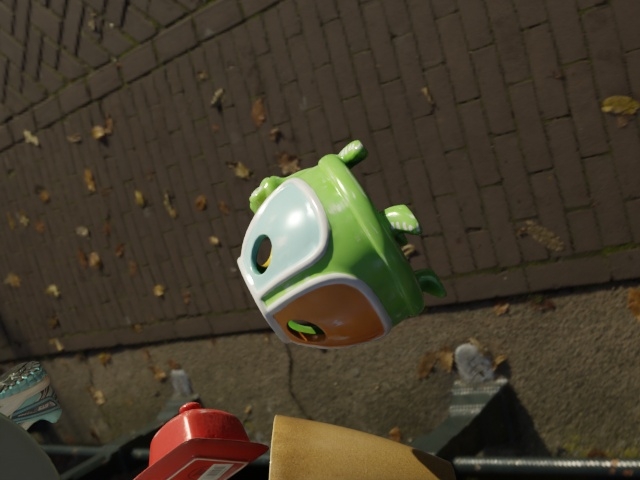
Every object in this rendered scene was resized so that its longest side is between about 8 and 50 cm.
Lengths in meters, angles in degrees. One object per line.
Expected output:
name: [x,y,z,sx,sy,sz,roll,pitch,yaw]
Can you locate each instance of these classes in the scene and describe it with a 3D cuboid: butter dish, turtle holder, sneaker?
butter dish: [-0.188,0.303,1.197,0.160,0.160,0.118,-42,48,29]
turtle holder: [-0.001,-0.001,1.080,0.227,0.243,0.320,-31,70,0]
sneaker: [-0.548,0.325,1.273,0.110,0.283,0.122,5,127,61]

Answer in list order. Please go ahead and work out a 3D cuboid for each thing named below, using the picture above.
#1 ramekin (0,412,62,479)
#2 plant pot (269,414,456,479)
ramekin: [-0.379,0.299,0.744,0.148,0.303,0.303,-27,87,21]
plant pot: [0.057,0.369,1.103,0.254,0.237,0.237,2,107,1]
